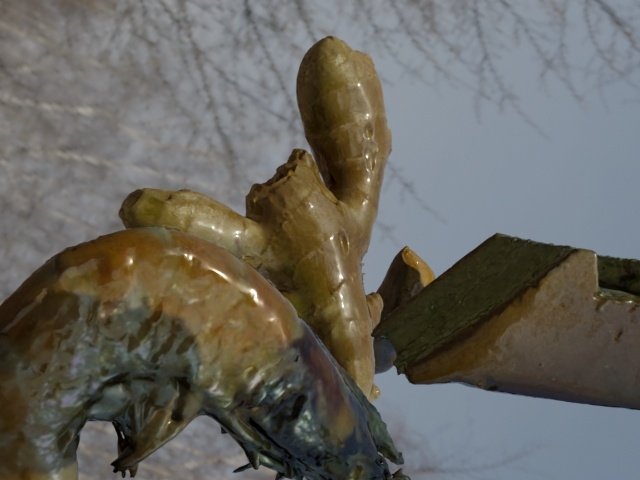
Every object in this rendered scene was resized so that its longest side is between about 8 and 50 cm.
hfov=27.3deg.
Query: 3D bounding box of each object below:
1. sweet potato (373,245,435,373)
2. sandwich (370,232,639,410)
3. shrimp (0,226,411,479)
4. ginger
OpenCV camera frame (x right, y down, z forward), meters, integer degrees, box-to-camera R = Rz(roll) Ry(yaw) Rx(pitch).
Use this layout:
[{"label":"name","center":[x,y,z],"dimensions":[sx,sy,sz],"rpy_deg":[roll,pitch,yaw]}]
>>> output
[{"label":"sweet potato","center":[0.098,0.112,1.767],"dimensions":[0.077,0.077,0.243],"rpy_deg":[-94,-164,-48]},{"label":"sandwich","center":[0.156,0.044,0.767],"dimensions":[0.090,0.244,0.088],"rpy_deg":[-148,-114,-69]},{"label":"shrimp","center":[-0.081,0.170,1.010],"dimensions":[0.272,0.445,0.085],"rpy_deg":[-50,-144,-1]},{"label":"ginger","center":[0.000,-0.006,1.483],"dimensions":[0.122,0.348,0.363],"rpy_deg":[-15,-155,52]}]
